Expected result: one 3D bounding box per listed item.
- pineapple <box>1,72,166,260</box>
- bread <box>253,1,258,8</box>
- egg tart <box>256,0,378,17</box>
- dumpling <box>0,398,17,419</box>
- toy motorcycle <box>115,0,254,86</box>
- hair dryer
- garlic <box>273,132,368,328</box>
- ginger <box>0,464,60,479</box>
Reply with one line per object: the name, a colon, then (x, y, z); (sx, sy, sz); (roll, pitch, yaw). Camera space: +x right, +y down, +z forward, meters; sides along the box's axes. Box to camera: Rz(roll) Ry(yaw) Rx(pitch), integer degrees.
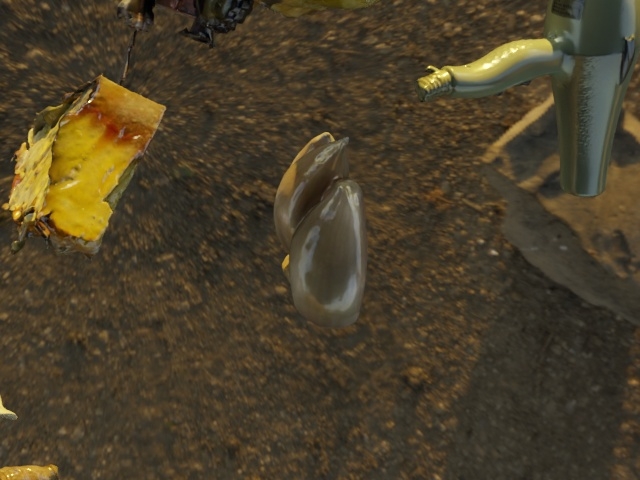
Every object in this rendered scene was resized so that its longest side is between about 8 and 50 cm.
pineapple: (-0.230, -0.072, 0.921); (0.114, 0.236, 0.186); (24, 106, -26)
bread: (-0.159, -0.494, 1.451); (0.246, 0.176, 0.195); (39, 92, 3)
egg tart: (0.043, -0.317, 0.916); (0.290, 0.290, 0.115); (-38, 74, -5)
dumpling: (-0.546, 0.197, 1.359); (0.126, 0.166, 0.215); (-29, 95, -30)
toy motorcycle: (-0.138, -0.333, 1.082); (0.134, 0.207, 0.401); (8, 102, -48)
hair dryer: (0.263, -0.152, 1.083); (0.298, 0.119, 0.296); (-37, 128, -11)
garlic: (0.001, -0.001, 1.433); (0.132, 0.279, 0.325); (-12, 145, -7)
ginger: (-0.543, 0.443, 1.641); (0.084, 0.290, 0.122); (20, 88, 29)
